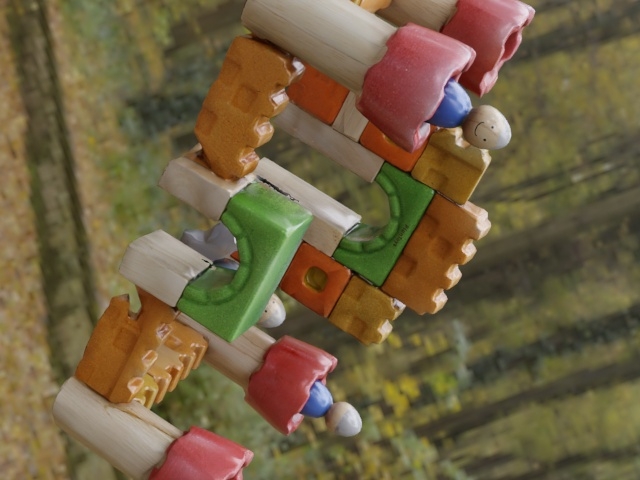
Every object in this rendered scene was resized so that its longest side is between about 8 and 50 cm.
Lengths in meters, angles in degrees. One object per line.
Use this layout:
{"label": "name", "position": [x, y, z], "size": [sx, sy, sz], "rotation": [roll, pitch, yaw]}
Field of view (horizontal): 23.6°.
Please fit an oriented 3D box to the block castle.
{"label": "block castle", "position": [0.000, 0.000, 1.234], "size": [0.213, 0.453, 0.303], "rotation": [32, 24, 8]}
